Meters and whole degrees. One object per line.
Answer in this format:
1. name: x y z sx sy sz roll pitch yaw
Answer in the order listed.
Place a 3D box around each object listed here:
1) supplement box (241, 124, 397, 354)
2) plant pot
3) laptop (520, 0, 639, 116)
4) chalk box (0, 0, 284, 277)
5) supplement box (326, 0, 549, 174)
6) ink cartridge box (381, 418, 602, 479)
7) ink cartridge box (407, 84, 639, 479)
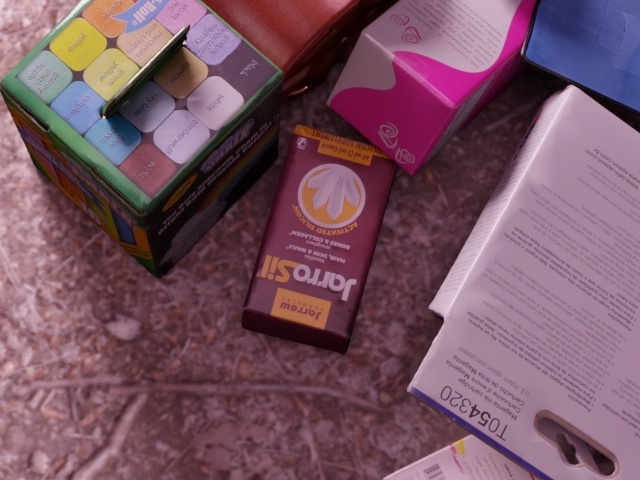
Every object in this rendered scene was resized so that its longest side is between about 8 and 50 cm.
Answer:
1. supplement box: 0.000 0.000 1.471 0.104 0.081 0.188 15 75 2
2. plant pot: -0.052 -0.288 1.461 0.272 0.272 0.265 -38 84 -12
3. laptop: 0.456 -0.275 1.444 0.408 0.236 0.382 -7 52 41
4. chalk box: -0.154 -0.117 1.389 0.179 0.289 0.180 42 76 9
5. supplement box: 0.123 -0.180 1.472 0.111 0.114 0.220 41 52 9
6. ink cartridge box: 0.156 0.227 1.425 0.181 0.061 0.104 -24 76 -9
7. ink cartridge box: 0.270 0.083 1.419 0.324 0.071 0.330 35 73 -11
